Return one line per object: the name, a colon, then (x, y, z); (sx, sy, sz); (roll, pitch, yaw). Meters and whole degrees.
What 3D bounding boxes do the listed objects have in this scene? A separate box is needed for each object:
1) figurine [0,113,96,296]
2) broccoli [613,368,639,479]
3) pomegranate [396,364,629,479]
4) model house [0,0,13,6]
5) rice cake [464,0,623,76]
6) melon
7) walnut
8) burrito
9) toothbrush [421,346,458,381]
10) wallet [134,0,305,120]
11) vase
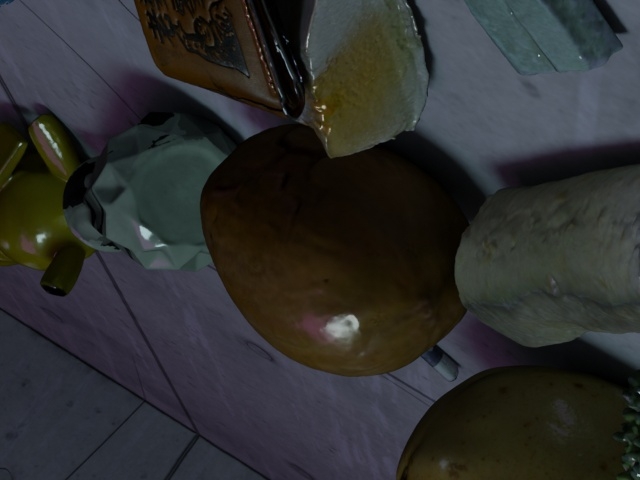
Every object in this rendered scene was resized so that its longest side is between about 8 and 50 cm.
figurine: (-0.371, -0.051, 2.098); (0.169, 0.218, 0.327); (-5, -174, -41)
broccoli: (0.334, 0.226, 1.308); (0.302, 0.249, 0.375); (11, 157, 49)
pomegranate: (0.229, 0.263, 1.599); (0.319, 0.319, 0.319); (32, 164, 10)
model house: (-0.402, -0.285, 1.402); (0.303, 0.215, 0.237); (39, 165, 2)
rice cake: (0.101, -0.176, 0.983); (0.085, 0.040, 0.226); (16, 155, 48)
melon: (-0.003, -0.147, 1.198); (0.139, 0.093, 0.202); (34, 159, 34)
walnut: (0.000, 0.000, 1.427); (0.298, 0.203, 0.203); (26, 162, 40)
burrito: (0.202, 0.019, 1.239); (0.143, 0.105, 0.299); (35, 163, -15)
toothbrush: (0.051, 0.063, 1.820); (0.288, 0.024, 0.026); (41, 149, -18)
wallet: (-0.088, -0.187, 1.172); (0.161, 0.042, 0.195); (26, 137, 51)
vase: (-0.186, -0.047, 1.765); (0.165, 0.165, 0.360); (39, 168, -15)
